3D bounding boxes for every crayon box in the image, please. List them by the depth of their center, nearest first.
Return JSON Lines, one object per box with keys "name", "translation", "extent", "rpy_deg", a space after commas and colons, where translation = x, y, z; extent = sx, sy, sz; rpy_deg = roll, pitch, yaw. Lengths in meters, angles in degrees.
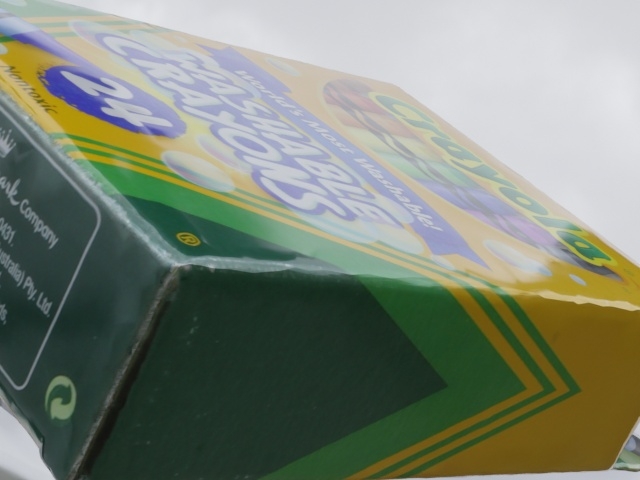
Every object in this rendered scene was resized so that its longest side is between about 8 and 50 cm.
{"name": "crayon box", "translation": [0.000, 0.000, 0.578], "extent": [0.323, 0.203, 0.083], "rpy_deg": [8, -65, -46]}

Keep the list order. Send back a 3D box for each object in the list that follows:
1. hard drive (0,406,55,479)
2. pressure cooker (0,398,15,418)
{"name": "hard drive", "translation": [-0.258, 0.055, 0.739], "extent": [0.233, 0.047, 0.353], "rpy_deg": [30, -9, 38]}
{"name": "pressure cooker", "translation": [-0.395, 0.174, 1.285], "extent": [0.375, 0.420, 0.370], "rpy_deg": [-11, -5, 33]}
